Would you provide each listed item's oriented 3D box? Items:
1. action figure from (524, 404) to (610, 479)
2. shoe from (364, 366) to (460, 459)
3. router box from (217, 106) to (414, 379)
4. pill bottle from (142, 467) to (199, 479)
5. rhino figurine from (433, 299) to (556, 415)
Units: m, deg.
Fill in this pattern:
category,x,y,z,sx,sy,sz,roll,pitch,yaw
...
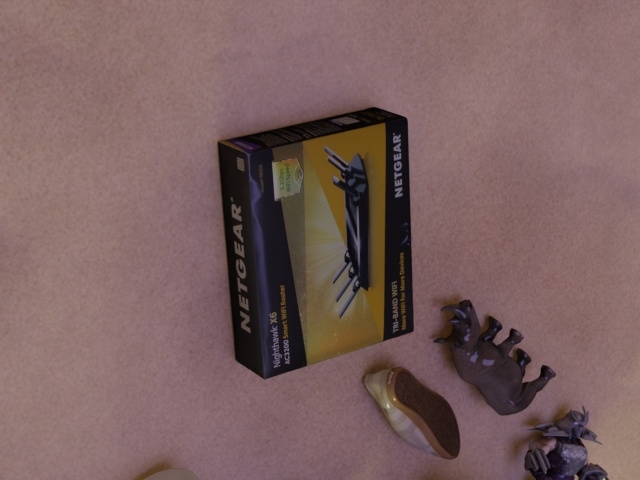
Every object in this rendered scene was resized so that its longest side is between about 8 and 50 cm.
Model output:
category,x,y,z,sx,sy,sz,roll,pitch,yaw
action figure,0.373,0.396,2.175,0.185,0.099,0.285,16,93,-31
shoe,0.137,0.249,1.996,0.219,0.058,0.077,49,46,-39
router box,0.000,0.000,1.799,0.242,0.081,0.309,-16,114,-29
pill bottle,-0.167,0.415,1.792,0.131,0.131,0.229,-32,121,-22
rhino figurine,0.246,0.170,2.028,0.106,0.073,0.243,-53,125,-12
